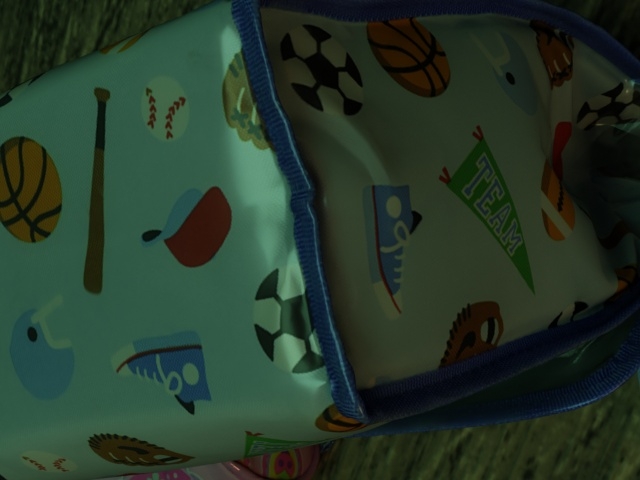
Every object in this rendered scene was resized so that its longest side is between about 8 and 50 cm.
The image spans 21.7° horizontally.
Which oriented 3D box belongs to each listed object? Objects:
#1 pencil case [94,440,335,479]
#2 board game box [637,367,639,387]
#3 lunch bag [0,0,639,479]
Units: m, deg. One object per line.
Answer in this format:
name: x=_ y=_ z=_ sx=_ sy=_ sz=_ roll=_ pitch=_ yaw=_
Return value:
pencil case: x=-0.122 y=0.185 z=1.251 sx=0.284 sy=0.124 sz=0.124 roll=-39 pitch=79 yaw=36
board game box: x=0.308 y=0.066 z=0.936 sx=0.281 sy=0.027 sz=0.145 roll=-10 pitch=88 yaw=38
lunch bag: x=0.000 y=0.000 z=0.931 sx=0.327 sy=0.385 sz=0.239 roll=-13 pitch=90 yaw=38
